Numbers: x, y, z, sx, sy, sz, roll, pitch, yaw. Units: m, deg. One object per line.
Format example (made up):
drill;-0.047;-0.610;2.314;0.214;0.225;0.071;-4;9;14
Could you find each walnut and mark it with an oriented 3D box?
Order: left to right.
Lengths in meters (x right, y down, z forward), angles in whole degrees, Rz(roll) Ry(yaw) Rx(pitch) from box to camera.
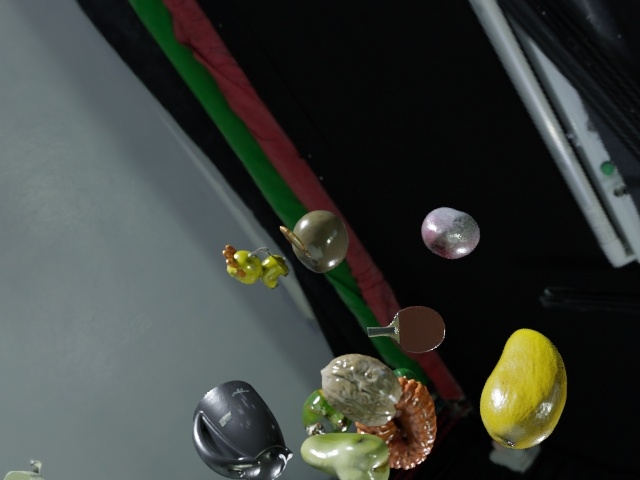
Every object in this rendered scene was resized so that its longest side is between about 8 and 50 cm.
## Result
walnut;0.107;0.400;1.612;0.230;0.178;0.178;20;-30;14

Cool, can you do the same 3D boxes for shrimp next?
shrimp;-0.073;0.007;1.743;0.127;0.025;0.091;46;-10;12

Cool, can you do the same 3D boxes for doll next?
doll;-0.222;0.086;1.932;0.220;0.135;0.143;23;28;-37

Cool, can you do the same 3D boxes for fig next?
fig;0.038;0.639;2.122;0.195;0.195;0.245;58;-14;-24

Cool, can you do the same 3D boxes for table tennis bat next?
table tennis bat;0.243;0.254;1.670;0.019;0.220;0.130;85;1;-73

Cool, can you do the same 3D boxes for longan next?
longan;0.000;0.000;1.929;0.197;0.196;0.220;57;11;-23

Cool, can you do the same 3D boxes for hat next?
hat;0.245;0.582;2.030;0.285;0.285;0.400;48;2;-2

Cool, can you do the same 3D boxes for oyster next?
oyster;-0.010;0.572;1.730;0.019;0.054;0.083;68;-2;-46

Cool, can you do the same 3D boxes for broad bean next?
broad bean;0.066;0.527;1.464;0.263;0.189;0.121;3;-87;49

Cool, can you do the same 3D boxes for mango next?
mango;0.520;0.370;1.484;0.195;0.332;0.142;4;-40;43

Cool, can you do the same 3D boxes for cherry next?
cherry;0.378;-0.016;1.722;0.176;0.176;0.140;34;-49;27

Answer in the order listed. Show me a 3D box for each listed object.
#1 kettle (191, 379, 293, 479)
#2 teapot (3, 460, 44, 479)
kettle;-0.231;0.559;1.646;0.290;0.268;0.208;37;-67;46
teapot;-0.871;0.707;1.747;0.077;0.107;0.200;11;-24;-8
